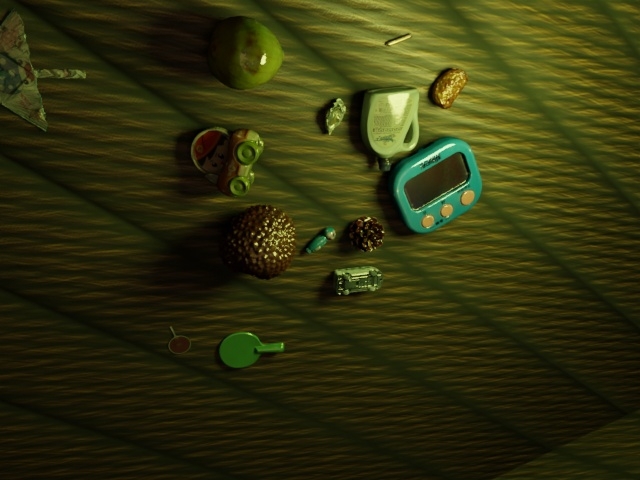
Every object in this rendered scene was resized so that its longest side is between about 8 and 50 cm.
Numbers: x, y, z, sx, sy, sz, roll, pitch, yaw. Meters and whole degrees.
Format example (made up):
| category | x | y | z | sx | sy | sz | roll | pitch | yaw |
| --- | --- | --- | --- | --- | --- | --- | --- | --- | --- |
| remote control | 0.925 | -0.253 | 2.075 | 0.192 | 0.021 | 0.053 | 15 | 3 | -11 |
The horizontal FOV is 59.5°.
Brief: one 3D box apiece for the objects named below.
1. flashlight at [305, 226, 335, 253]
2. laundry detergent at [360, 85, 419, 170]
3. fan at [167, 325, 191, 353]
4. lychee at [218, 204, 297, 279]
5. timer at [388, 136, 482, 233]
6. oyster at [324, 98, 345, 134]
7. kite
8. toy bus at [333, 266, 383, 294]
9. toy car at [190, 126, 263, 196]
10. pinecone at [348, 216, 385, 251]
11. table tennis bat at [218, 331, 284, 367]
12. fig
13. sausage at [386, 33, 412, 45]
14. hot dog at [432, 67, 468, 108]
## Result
| category | x | y | z | sx | sy | sz | roll | pitch | yaw |
| --- | --- | --- | --- | --- | --- | --- | --- | --- | --- |
| flashlight | 0.000 | 0.000 | 2.067 | 0.129 | 0.051 | 0.051 | -37 | 121 | 8 |
| laundry detergent | 0.244 | -0.381 | 1.935 | 0.214 | 0.105 | 0.281 | -11 | 116 | -16 |
| fan | -0.531 | 0.369 | 2.074 | 0.085 | 0.005 | 0.134 | -21 | 120 | -8 |
| lychee | -0.203 | 0.001 | 1.884 | 0.267 | 0.267 | 0.268 | -8 | 116 | -16 |
| timer | 0.424 | -0.205 | 2.076 | 0.339 | 0.115 | 0.309 | -30 | 121 | -4 |
| oyster | 0.046 | -0.423 | 1.894 | 0.100 | 0.037 | 0.098 | -45 | 142 | -18 |
| kite | -0.829 | -0.470 | 1.570 | 0.313 | 0.011 | 0.336 | -9 | 117 | -15 |
| toy bus | 0.142 | 0.148 | 2.158 | 0.193 | 0.089 | 0.087 | -6 | 115 | -17 |
| toy car | -0.309 | -0.264 | 1.796 | 0.234 | 0.145 | 0.235 | 1 | 110 | 2 |
| pinecone | 0.172 | -0.021 | 2.073 | 0.140 | 0.121 | 0.140 | -4 | 110 | -10 |
| table tennis bat | -0.267 | 0.423 | 2.178 | 0.256 | 0.039 | 0.161 | -1 | 114 | -13 |
| fig | -0.211 | -0.542 | 1.644 | 0.229 | 0.207 | 0.207 | 13 | 109 | -23 |
| sausage | 0.262 | -0.666 | 1.859 | 0.100 | 0.015 | 0.015 | -24 | 120 | -7 |
| hot dog | 0.452 | -0.534 | 1.960 | 0.099 | 0.065 | 0.147 | 29 | 96 | -28 |
